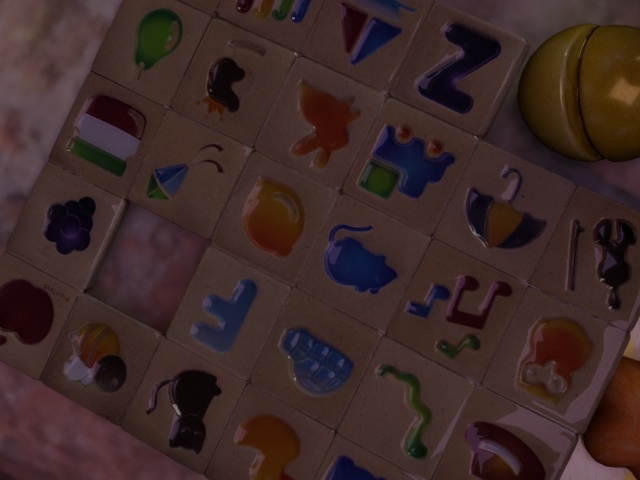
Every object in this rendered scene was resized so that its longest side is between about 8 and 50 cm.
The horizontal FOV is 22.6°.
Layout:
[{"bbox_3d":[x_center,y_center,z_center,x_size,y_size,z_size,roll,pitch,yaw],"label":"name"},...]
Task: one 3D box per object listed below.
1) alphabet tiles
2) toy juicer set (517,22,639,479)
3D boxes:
[{"bbox_3d":[0.000,0.000,0.594,0.237,0.009,0.198,27,92,20],"label":"alphabet tiles"},{"bbox_3d":[0.104,0.029,0.594,0.329,0.089,0.209,-23,92,2],"label":"toy juicer set"}]
